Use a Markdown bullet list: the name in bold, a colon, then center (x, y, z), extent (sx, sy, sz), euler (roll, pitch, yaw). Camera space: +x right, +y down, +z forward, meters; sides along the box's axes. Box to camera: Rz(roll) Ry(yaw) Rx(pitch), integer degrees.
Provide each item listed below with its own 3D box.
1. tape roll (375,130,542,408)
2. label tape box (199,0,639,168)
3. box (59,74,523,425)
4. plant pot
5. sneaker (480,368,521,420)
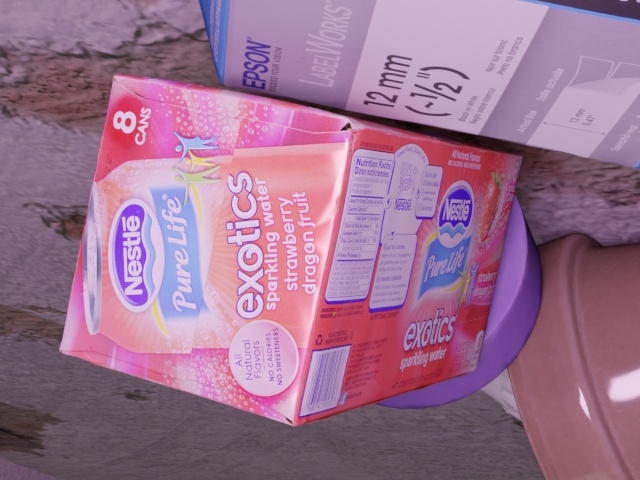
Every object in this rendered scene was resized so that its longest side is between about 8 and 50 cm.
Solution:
- **tape roll**: center (0.062, 0.022, 1.008), extent (0.189, 0.189, 0.080), euler (2, 160, 20)
- **label tape box**: center (0.025, -0.155, 0.653), extent (0.347, 0.115, 0.249), euler (9, 161, -3)
- **box**: center (0.000, 0.000, 0.807), extent (0.142, 0.154, 0.300), euler (15, -173, 23)
- **plant pot**: center (0.296, 0.094, 1.068), extent (0.229, 0.263, 0.263), euler (-21, 148, 23)
- **sneaker**: center (0.155, 0.108, 1.347), extent (0.169, 0.108, 0.292), euler (0, 149, 29)
